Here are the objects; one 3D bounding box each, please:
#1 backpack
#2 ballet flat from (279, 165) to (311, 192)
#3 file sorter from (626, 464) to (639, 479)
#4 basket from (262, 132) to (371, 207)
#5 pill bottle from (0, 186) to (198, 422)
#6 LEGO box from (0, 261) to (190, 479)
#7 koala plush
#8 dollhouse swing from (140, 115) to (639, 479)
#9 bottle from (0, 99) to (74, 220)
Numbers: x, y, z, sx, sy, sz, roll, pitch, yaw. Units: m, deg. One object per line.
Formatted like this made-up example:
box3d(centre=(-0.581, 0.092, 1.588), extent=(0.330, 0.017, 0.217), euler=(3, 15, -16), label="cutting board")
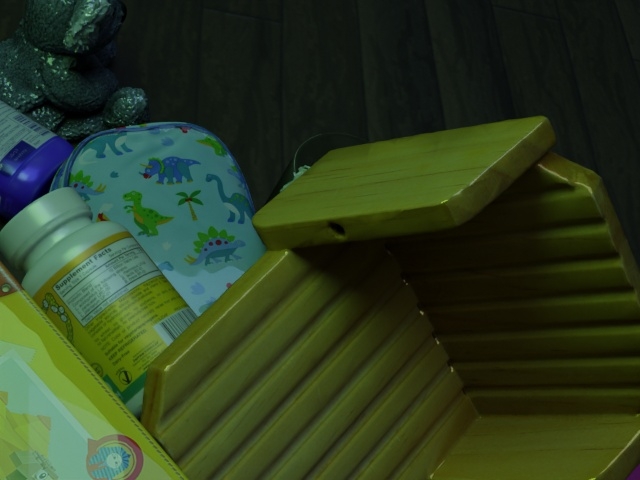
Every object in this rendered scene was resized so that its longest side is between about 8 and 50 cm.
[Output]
box3d(centre=(-0.168, 0.048, 1.243), extent=(0.290, 0.273, 0.355), euler=(-8, 43, -13), label="backpack")
box3d(centre=(0.049, 0.116, 1.212), extent=(0.147, 0.147, 0.409), euler=(-48, 119, -42), label="ballet flat")
box3d(centre=(0.448, 0.159, 1.343), extent=(0.291, 0.182, 0.202), euler=(-30, 99, -43), label="file sorter")
box3d(centre=(0.000, 0.000, 1.341), extent=(0.154, 0.227, 0.204), euler=(-8, 56, -27), label="basket")
box3d(centre=(-0.193, 0.058, 1.048), extent=(0.118, 0.117, 0.208), euler=(-34, 82, -38), label="pill bottle")
box3d(centre=(-0.260, 0.310, 0.904), extent=(0.372, 0.193, 0.500), euler=(-37, 70, -25), label="LEGO box")
box3d(centre=(-0.313, -0.248, 1.431), extent=(0.203, 0.221, 0.196), euler=(-11, 57, -28), label="koala plush")
box3d(centre=(0.085, 0.134, 0.998), extent=(0.305, 0.315, 0.346), euler=(-54, 126, -41), label="dollhouse swing")
box3d(centre=(-0.428, -0.130, 1.374), extent=(0.283, 0.092, 0.118), euler=(31, 44, 6), label="bottle")
